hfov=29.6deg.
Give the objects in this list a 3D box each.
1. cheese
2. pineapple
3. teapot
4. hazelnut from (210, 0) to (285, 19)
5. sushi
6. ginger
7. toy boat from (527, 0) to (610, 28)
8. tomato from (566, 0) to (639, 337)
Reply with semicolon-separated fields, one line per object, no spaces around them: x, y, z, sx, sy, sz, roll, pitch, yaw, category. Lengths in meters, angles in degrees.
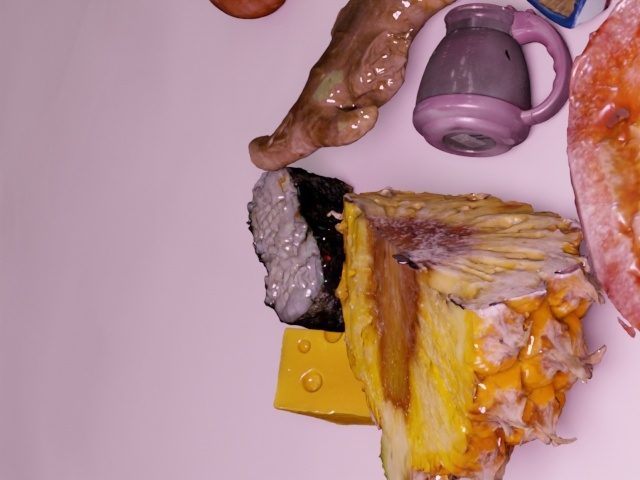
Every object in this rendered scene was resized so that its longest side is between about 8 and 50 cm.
0.059;0.149;1.308;0.171;0.126;0.093;-3;73;38;cheese
0.156;0.112;1.110;0.344;0.208;0.286;-134;38;-63;pineapple
0.163;-0.167;1.194;0.148;0.116;0.146;-18;60;58;teapot
-0.107;-0.380;1.657;0.143;0.143;0.154;1;81;58;hazelnut
0.000;0.000;1.402;0.147;0.115;0.213;-56;39;36;sushi
0.045;-0.199;1.339;0.333;0.080;0.166;-50;31;2;ginger
0.214;-0.286;1.202;0.229;0.045;0.080;-119;35;-46;toy boat
0.340;-0.070;0.860;0.338;0.143;0.338;-23;61;49;tomato
